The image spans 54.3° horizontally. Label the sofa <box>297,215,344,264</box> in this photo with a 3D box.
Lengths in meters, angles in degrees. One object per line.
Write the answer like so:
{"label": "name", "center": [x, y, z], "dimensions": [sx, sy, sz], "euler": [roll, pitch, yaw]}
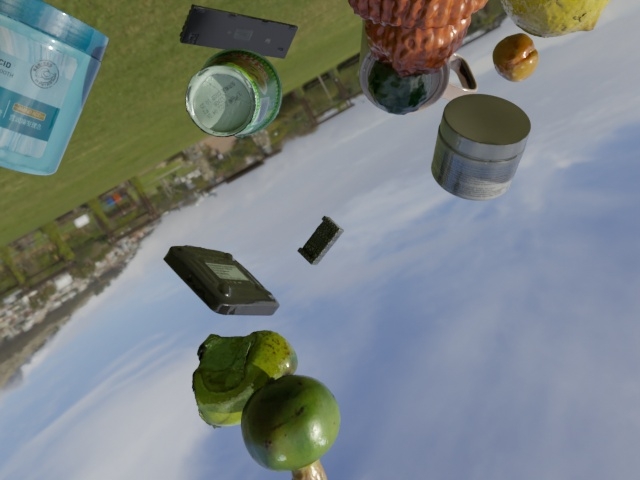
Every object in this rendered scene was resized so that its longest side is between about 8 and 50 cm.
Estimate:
{"label": "sofa", "center": [0.000, 0.000, 1.573], "dimensions": [0.118, 0.060, 0.039], "euler": [-51, 158, 12]}

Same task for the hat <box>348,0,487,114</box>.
{"label": "hat", "center": [0.165, -0.402, 1.165], "dimensions": [0.285, 0.400, 0.285], "euler": [3, -146, -2]}

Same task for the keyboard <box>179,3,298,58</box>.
{"label": "keyboard", "center": [-0.194, -0.501, 1.515], "dimensions": [0.317, 0.027, 0.106], "euler": [-7, 139, -45]}

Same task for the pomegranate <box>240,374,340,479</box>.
{"label": "pomegranate", "center": [-0.056, 0.457, 1.428], "dimensions": [0.236, 0.301, 0.236], "euler": [-18, 178, -1]}

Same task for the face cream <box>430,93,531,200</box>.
{"label": "face cream", "center": [0.324, -0.190, 1.285], "dimensions": [0.177, 0.177, 0.153], "euler": [-36, 149, -31]}

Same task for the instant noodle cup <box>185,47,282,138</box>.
{"label": "instant noodle cup", "center": [-0.193, -0.308, 1.355], "dimensions": [0.207, 0.207, 0.232], "euler": [-27, -164, 10]}

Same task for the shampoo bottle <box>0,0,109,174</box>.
{"label": "shampoo bottle", "center": [-0.683, -0.356, 1.364], "dimensions": [0.331, 0.331, 0.342], "euler": [-130, -117, -79]}

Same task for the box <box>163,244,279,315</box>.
{"label": "box", "center": [-0.286, 0.121, 1.840], "dimensions": [0.073, 0.289, 0.290], "euler": [-57, 150, 13]}

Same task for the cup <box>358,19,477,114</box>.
{"label": "cup", "center": [0.217, -0.429, 1.474], "dimensions": [0.208, 0.288, 0.273], "euler": [-23, -144, 29]}

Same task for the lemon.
{"label": "lemon", "center": [0.596, -0.691, 1.595], "dimensions": [0.336, 0.336, 0.336], "euler": [-28, -169, 6]}

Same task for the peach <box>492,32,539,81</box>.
{"label": "peach", "center": [0.575, -0.535, 1.833], "dimensions": [0.138, 0.138, 0.138], "euler": [-28, -169, 6]}

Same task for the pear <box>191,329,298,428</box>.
{"label": "pear", "center": [-0.190, 0.359, 1.639], "dimensions": [0.255, 0.164, 0.238], "euler": [-9, -126, 23]}
